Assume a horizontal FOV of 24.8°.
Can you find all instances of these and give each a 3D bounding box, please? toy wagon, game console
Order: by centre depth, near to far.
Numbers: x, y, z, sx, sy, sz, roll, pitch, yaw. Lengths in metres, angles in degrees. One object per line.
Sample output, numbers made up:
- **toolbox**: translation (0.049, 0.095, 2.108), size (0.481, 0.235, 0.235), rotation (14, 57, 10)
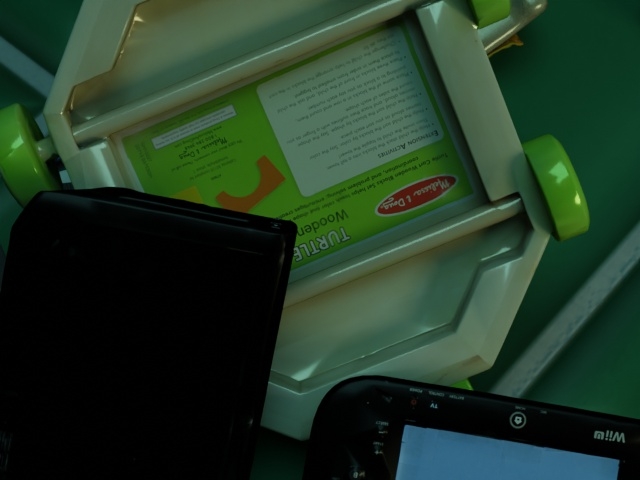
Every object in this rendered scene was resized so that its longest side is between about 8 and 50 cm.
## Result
- **game console**: translation (0.014, 0.102, 0.723), size (0.361, 0.044, 0.213), rotation (10, 101, -4)
- **toy wagon**: translation (0.000, 0.000, 0.759), size (0.267, 0.068, 0.344), rotation (-22, 101, 3)

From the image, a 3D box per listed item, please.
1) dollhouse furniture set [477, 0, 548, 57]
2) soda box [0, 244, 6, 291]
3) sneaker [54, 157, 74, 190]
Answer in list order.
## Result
- **dollhouse furniture set**: translation (-0.016, -0.202, 0.958), size (0.197, 0.151, 0.301), rotation (-36, 88, -4)
- **soda box**: translation (-0.217, -0.002, 0.721), size (0.092, 0.263, 0.083), rotation (40, 67, 22)
- **sneaker**: translation (-0.058, -0.044, 0.853), size (0.217, 0.079, 0.121), rotation (-3, 60, -1)
